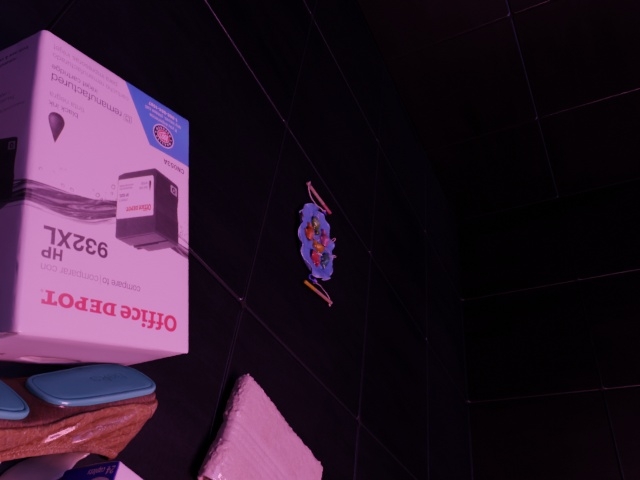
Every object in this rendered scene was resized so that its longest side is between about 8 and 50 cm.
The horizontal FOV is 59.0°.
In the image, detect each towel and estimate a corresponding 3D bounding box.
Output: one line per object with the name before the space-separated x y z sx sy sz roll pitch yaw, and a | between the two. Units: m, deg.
towel | -0.085 0.370 0.902 0.282 0.049 0.187 61 27 -29

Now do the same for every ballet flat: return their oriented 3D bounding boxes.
ballet flat | -0.290 0.171 0.502 0.124 0.116 0.342 -66 153 -3

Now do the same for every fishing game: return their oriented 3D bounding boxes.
fishing game | 0.000 0.000 1.293 0.189 0.041 0.264 50 35 -49

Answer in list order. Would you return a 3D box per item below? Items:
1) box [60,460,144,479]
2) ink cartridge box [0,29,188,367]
box | -0.193 0.296 0.510 0.137 0.072 0.126 -84 152 -48
ink cartridge box | -0.263 -0.026 0.623 0.223 0.129 0.307 29 52 -59
